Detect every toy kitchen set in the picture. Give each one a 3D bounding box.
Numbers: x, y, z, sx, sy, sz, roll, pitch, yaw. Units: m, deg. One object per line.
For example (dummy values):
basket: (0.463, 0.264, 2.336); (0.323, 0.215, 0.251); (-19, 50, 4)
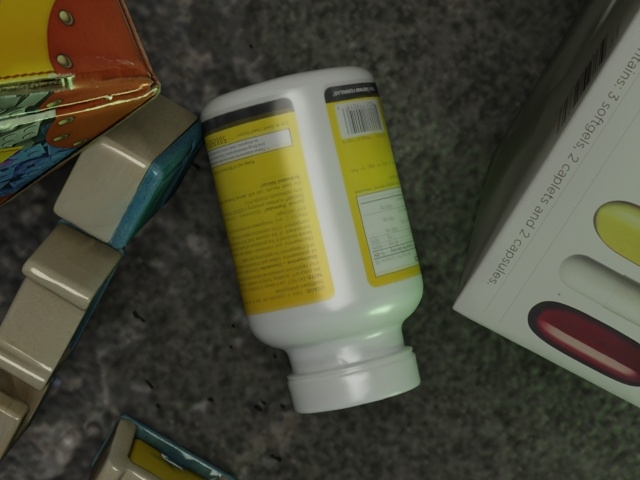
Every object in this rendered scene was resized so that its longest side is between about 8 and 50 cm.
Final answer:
toy kitchen set: (-0.088, 0.051, 0.846); (0.166, 0.122, 0.207); (30, 109, -2)

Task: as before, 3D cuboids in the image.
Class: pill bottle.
pill bottle: (0.000, 0.000, 0.837); (0.103, 0.103, 0.184); (-13, 90, -2)

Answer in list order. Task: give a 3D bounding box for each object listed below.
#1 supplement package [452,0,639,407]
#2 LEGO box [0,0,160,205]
supplement package: (0.200, -0.074, 0.745); (0.145, 0.204, 0.262); (28, 119, -2)
LEGO box: (-0.343, -0.236, 0.654); (0.193, 0.372, 0.500); (-28, 82, 39)
